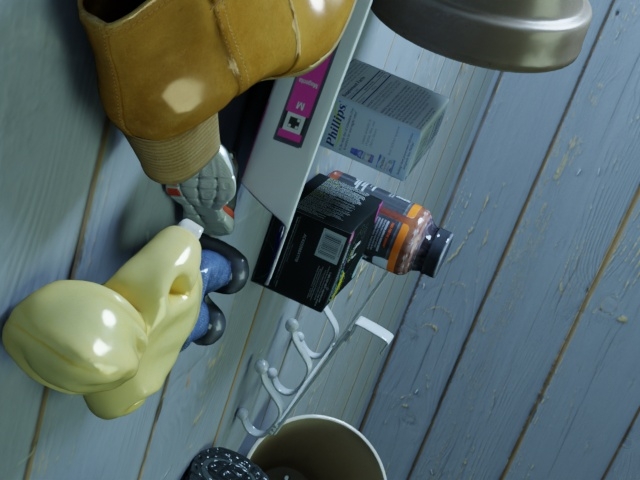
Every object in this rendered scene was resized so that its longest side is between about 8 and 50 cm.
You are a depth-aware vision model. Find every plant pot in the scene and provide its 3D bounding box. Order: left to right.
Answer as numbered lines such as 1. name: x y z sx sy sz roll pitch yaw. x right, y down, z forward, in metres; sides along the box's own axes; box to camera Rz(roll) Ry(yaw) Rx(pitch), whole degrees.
1. plant pot: -0.043 0.457 1.824 0.257 0.256 0.274 -62 -176 -22
2. plant pot: 0.203 -0.350 1.165 0.263 0.263 0.229 -51 158 -54

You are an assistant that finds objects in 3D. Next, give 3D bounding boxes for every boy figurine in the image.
1. boy figurine: -0.148 0.069 0.815 0.177 0.092 0.285 -65 168 15

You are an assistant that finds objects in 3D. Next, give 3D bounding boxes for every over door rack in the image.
1. over door rack: 0.013 0.136 1.548 0.324 0.108 0.239 -43 -175 38

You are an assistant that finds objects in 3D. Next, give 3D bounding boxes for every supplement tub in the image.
1. supplement tub: 0.086 -0.017 1.459 0.106 0.197 0.106 -60 167 -24

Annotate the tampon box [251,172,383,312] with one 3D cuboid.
1. tampon box: 0.000 0.000 1.338 0.120 0.101 0.161 -70 169 22

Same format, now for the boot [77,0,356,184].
1. boot: -0.050 -0.190 0.705 0.295 0.104 0.211 -57 166 -24

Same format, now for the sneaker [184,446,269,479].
1. sneaker: -0.171 0.381 1.391 0.130 0.109 0.286 -61 166 26

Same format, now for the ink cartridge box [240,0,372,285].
1. ink cartridge box: -0.008 -0.155 0.974 0.176 0.069 0.371 -86 -166 -75

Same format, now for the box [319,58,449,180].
1. box: 0.071 -0.151 1.263 0.126 0.137 0.072 -50 162 -56

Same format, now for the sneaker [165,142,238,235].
1. sneaker: -0.099 -0.060 0.902 0.158 0.061 0.065 105 -4 -67
